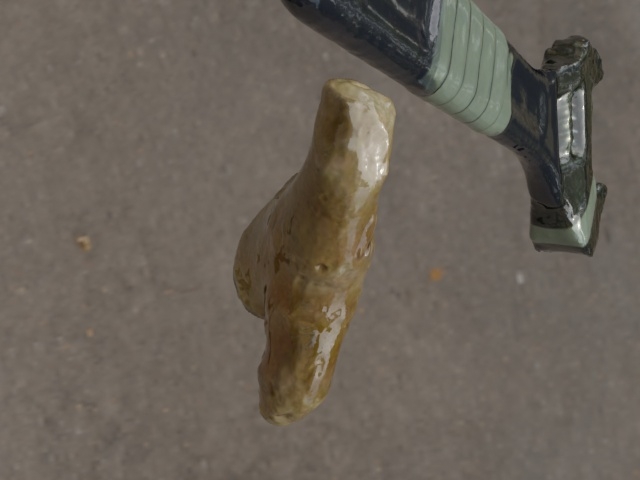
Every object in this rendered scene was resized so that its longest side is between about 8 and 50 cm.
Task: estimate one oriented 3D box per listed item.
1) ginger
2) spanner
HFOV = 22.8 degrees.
[{"bbox_3d":[0.000,0.000,0.395,0.030,0.048,0.097,1,121,-20],"label":"ginger"},{"bbox_3d":[0.054,-0.058,0.525,0.316,0.024,0.087,23,75,-65],"label":"spanner"}]
